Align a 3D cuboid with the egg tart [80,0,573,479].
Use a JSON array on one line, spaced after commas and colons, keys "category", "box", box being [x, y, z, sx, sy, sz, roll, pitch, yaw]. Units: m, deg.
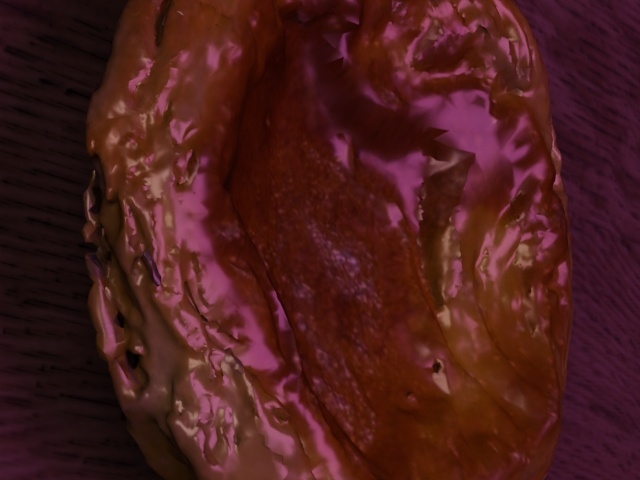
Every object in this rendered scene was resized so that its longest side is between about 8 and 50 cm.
[{"category": "egg tart", "box": [0.000, 0.000, 0.844, 0.352, 0.150, 0.352, 13, 72, -46]}]
